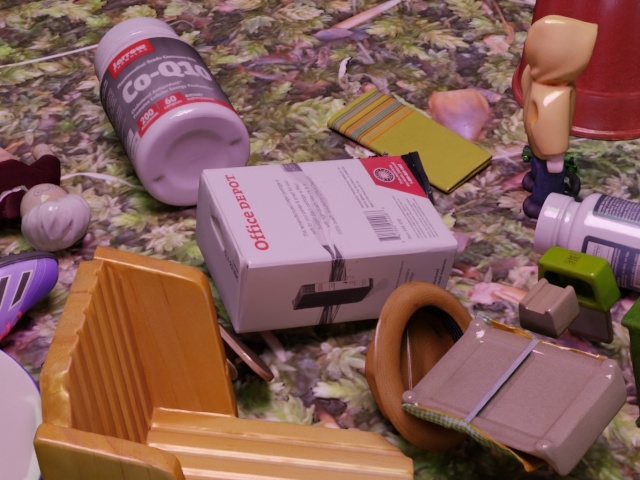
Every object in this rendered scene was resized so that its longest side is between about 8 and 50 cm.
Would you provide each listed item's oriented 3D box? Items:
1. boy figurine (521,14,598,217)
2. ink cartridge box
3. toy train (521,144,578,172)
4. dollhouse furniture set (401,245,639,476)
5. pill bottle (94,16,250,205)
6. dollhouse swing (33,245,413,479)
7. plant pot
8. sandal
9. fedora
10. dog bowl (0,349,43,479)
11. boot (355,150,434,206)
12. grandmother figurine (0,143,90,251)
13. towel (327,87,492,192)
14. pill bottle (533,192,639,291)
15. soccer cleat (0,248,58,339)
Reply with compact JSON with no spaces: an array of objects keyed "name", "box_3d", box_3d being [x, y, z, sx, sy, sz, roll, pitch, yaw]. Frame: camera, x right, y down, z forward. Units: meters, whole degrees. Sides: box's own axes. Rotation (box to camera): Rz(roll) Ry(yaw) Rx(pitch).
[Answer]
[{"name":"boy figurine","box_3d":[0.306,-0.172,1.751,0.092,0.285,0.177,3,37,6]},{"name":"ink cartridge box","box_3d":[0.000,0.000,1.656,0.273,0.114,0.197,-4,39,-21]},{"name":"toy train","box_3d":[0.321,-0.115,1.881,0.083,0.023,0.017,16,43,20]},{"name":"dollhouse furniture set","box_3d":[0.260,0.166,1.482,0.198,0.151,0.301,16,46,39]},{"name":"pill bottle","box_3d":[-0.218,-0.190,1.888,0.161,0.161,0.283,-16,42,-16]},{"name":"dollhouse swing","box_3d":[-0.071,0.188,1.311,0.305,0.315,0.347,-7,27,5]},{"name":"plant pot","box_3d":[0.420,-0.331,1.946,0.272,0.265,0.272,-2,40,1]},{"name":"sandal","box_3d":[-0.140,0.126,1.600,0.079,0.088,0.240,-45,42,0]},{"name":"fedora","box_3d":[0.107,0.145,1.519,0.079,0.194,0.194,-22,20,46]},{"name":"dog bowl","box_3d":[-0.360,0.219,1.218,0.265,0.104,0.265,-3,53,4]},{"name":"boot","box_3d":[0.096,-0.072,1.827,0.099,0.045,0.121,-12,46,-4]},{"name":"grandmother figurine","box_3d":[-0.439,-0.079,1.820,0.342,0.104,0.208,28,57,34]},{"name":"towel","box_3d":[0.125,-0.143,1.929,0.102,0.021,0.237,-37,52,-27]},{"name":"pill bottle","box_3d":[0.365,0.000,1.679,0.180,0.108,0.108,17,44,21]},{"name":"soccer cleat","box_3d":[-0.433,0.119,1.597,0.318,0.108,0.116,-29,68,-31]}]
